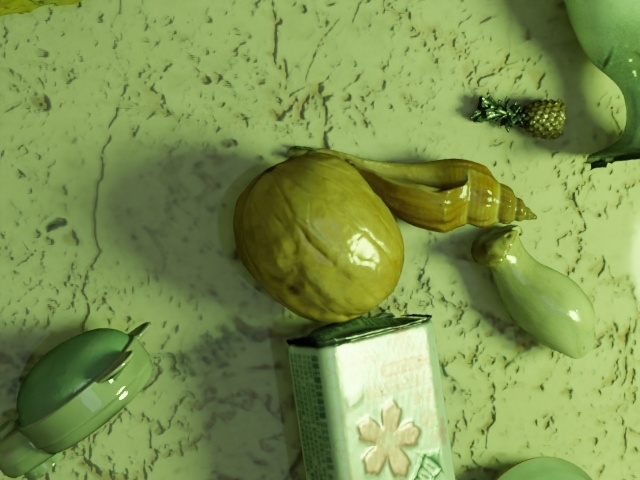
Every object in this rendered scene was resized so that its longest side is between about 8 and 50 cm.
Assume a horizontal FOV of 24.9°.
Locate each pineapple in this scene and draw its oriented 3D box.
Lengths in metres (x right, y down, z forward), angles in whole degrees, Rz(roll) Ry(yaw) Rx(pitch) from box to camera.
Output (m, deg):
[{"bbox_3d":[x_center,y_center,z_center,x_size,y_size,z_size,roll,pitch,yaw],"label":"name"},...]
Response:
[{"bbox_3d":[0.259,-0.164,1.916,0.124,0.058,0.058,6,91,3],"label":"pineapple"}]

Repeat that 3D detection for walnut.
[{"bbox_3d":[0.000,0.000,1.796,0.221,0.195,0.195,43,85,-10],"label":"walnut"}]

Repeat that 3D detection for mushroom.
[{"bbox_3d":[0.287,0.067,1.907,0.097,0.088,0.212,-43,93,-16],"label":"mushroom"}]

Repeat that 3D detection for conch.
[{"bbox_3d":[0.117,-0.062,1.871,0.330,0.109,0.093,9,130,4],"label":"conch"}]

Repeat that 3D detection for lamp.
[{"bbox_3d":[-0.310,0.189,1.762,0.246,0.179,0.108,-40,95,14],"label":"lamp"}]

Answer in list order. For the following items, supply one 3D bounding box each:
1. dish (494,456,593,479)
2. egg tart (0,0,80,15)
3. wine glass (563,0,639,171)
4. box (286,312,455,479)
[{"bbox_3d":[0.309,0.416,1.885,0.260,0.085,0.260,-1,91,-31],"label":"dish"},{"bbox_3d":[-0.374,-0.435,1.731,0.351,0.153,0.340,-4,90,-11],"label":"egg tart"},{"bbox_3d":[0.408,-0.270,1.865,0.190,0.190,0.357,-9,93,-10],"label":"wine glass"},{"bbox_3d":[0.072,0.279,1.847,0.190,0.112,0.370,-10,94,-34],"label":"box"}]
